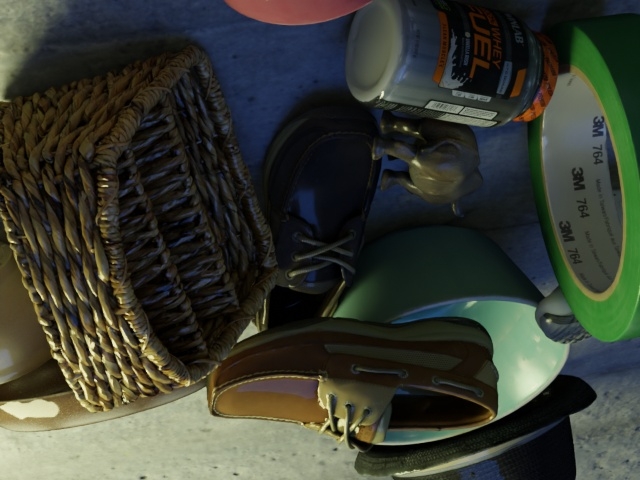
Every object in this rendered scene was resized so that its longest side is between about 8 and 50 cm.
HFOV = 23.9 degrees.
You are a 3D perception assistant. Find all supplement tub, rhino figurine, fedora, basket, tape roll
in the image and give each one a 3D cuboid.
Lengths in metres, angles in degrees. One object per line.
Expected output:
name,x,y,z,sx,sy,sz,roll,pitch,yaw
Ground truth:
supplement tub,0.129,-0.174,1.474,0.190,0.117,0.117,6,140,-28
rhino figurine,0.120,-0.075,1.606,0.106,0.073,0.243,8,168,10
fedora,0.220,0.298,2.002,0.334,0.153,0.334,-19,-176,1
basket,-0.166,-0.002,1.452,0.223,0.213,0.299,-15,122,0
tape roll,0.293,-0.063,1.508,0.077,0.321,0.321,-8,144,-9

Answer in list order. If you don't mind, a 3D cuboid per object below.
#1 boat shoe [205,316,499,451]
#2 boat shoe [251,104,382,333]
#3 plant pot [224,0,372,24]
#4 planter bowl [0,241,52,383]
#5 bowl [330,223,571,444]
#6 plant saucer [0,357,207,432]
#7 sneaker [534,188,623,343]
boat shoe,0.043,0.158,1.614,0.324,0.120,0.122,-5,142,-13
boat shoe,0.000,0.000,1.651,0.132,0.130,0.355,-4,143,-16
plant pot,-0.027,-0.299,1.169,0.201,0.201,0.180,-20,146,8
planter bowl,-0.358,0.069,1.612,0.162,0.162,0.109,-14,119,-1
bowl,0.126,0.095,1.800,0.311,0.163,0.311,-10,145,-7
plant saucer,-0.238,0.156,1.687,0.310,0.050,0.310,-11,-175,1
sneaker,0.331,0.018,1.723,0.297,0.129,0.111,-31,171,-39
